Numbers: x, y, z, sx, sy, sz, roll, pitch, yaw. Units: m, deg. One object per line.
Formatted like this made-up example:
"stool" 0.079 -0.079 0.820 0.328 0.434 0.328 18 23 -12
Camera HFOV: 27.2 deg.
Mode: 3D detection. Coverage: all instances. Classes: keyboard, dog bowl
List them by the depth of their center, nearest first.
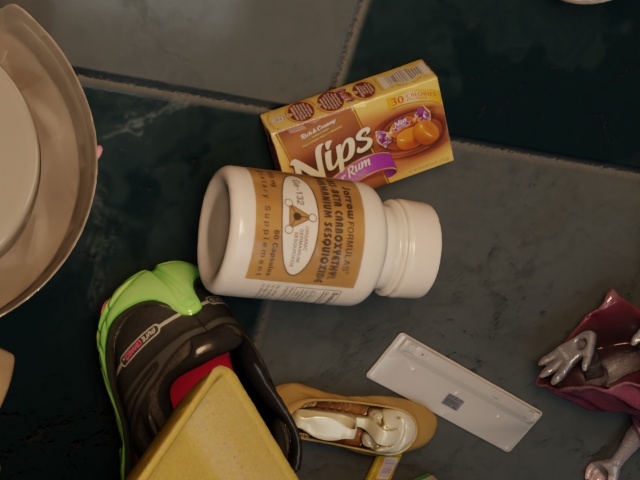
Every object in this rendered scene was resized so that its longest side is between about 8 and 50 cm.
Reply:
"dog bowl" -0.377 -0.069 1.160 0.349 0.102 0.348 6 72 -18
"keyboard" 0.171 0.193 1.652 0.256 0.014 0.072 31 111 -30

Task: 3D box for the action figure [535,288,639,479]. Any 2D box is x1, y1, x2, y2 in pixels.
"action figure" 0.444 0.201 1.667 0.370 0.248 0.275 38 78 -33

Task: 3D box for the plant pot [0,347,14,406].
"plant pot" -0.393 0.162 1.395 0.109 0.096 0.109 36 103 -32

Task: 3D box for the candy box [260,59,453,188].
"candy box" 0.040 -0.109 1.408 0.187 0.053 0.109 -20 124 -8

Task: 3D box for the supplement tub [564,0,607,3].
"supplement tub" 0.262 -0.342 1.310 0.117 0.117 0.190 -24 123 -4

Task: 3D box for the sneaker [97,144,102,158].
"sneaker" -0.281 -0.079 1.331 0.119 0.047 0.057 -32 107 -2

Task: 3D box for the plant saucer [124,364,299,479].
"plant saucer" -0.128 0.345 1.264 0.081 0.332 0.332 -2 129 36

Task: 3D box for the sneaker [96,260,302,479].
"sneaker" -0.121 0.257 1.464 0.185 0.202 0.482 -29 126 -21

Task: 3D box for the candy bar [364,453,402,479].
"candy bar" 0.068 0.312 1.680 0.040 0.018 0.161 10 115 -27

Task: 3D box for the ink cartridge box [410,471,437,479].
"ink cartridge box" 0.053 0.437 1.627 0.289 0.121 0.211 -49 164 13

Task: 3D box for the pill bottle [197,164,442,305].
"pill bottle" 0.000 0.000 1.350 0.229 0.131 0.131 6 117 -21

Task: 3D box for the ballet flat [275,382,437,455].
"ballet flat" 0.044 0.225 1.581 0.232 0.073 0.080 10 102 -21
